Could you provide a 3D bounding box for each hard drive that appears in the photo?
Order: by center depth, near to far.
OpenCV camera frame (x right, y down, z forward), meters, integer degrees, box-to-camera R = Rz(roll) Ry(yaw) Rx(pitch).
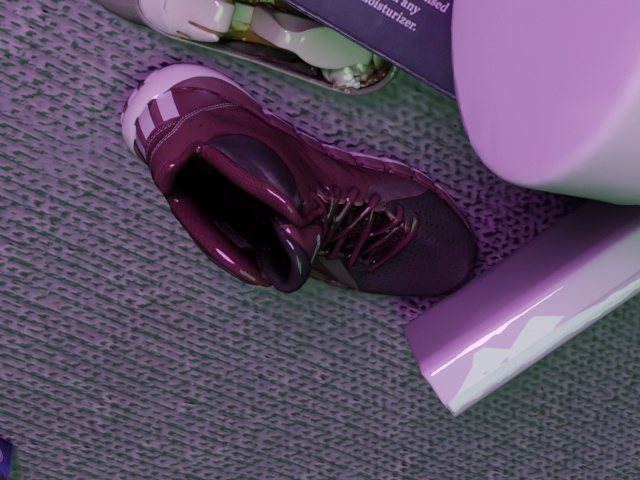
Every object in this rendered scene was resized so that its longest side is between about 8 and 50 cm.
[{"bbox_3d":[0.196,-0.002,0.737,0.307,0.203,0.040,-35,92,2],"label":"hard drive"}]

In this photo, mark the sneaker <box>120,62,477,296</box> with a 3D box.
[{"bbox_3d":[0.000,0.000,0.723,0.281,0.162,0.106,24,112,-24],"label":"sneaker"}]

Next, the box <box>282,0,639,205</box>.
[{"bbox_3d":[0.119,-0.245,0.602,0.343,0.179,0.312,26,112,-25],"label":"box"}]

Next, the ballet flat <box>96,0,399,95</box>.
[{"bbox_3d":[-0.045,-0.143,0.687,0.213,0.068,0.072,14,115,-19],"label":"ballet flat"}]

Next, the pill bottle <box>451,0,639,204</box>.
[{"bbox_3d":[0.274,-0.092,0.492,0.392,0.224,0.224,7,117,-17],"label":"pill bottle"}]

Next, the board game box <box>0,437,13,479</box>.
[{"bbox_3d":[-0.372,0.202,0.824,0.243,0.042,0.165,-44,119,13],"label":"board game box"}]
